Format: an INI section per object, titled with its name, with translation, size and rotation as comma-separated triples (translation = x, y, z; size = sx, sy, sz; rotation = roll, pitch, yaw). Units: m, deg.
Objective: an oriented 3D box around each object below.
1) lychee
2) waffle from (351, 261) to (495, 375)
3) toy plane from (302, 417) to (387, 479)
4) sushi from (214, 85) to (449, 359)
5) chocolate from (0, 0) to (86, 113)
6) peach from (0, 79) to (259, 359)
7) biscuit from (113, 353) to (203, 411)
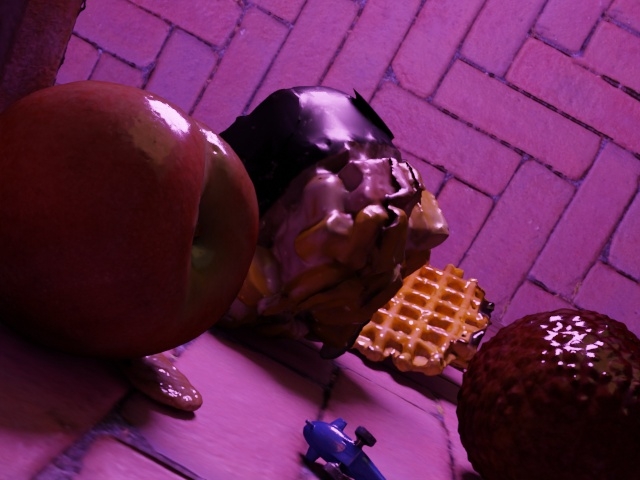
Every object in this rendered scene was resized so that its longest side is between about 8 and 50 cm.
[lychee]
translation = 0.282, 0.204, 1.201
size = 0.261, 0.260, 0.260
rotation = 28, 5, -3
[waffle]
translation = 0.144, 0.111, 1.676
size = 0.307, 0.060, 0.312
rotation = 2, 31, -18
[toy plane]
translation = 0.045, 0.208, 0.945
size = 0.167, 0.054, 0.062
rotation = 32, -19, 35
[sushi]
translation = 0.000, 0.000, 1.373
size = 0.285, 0.328, 0.328
rotation = 47, -1, 29
[chocolate]
translation = -0.390, -0.209, 1.307
size = 0.112, 0.321, 0.112
rotation = 29, 18, 12
[peach]
translation = -0.183, -0.016, 0.902
size = 0.252, 0.252, 0.252
rotation = 28, 5, -3
[biscuit]
translation = -0.155, 0.113, 0.952
size = 0.071, 0.018, 0.147
rotation = 25, 5, -38
